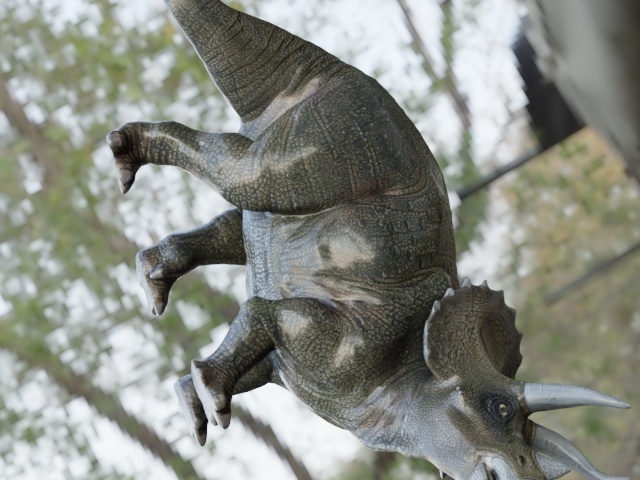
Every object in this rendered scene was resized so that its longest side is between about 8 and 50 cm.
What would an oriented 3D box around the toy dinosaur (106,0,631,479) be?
[{"bbox_3d":[0.000,0.000,0.863,0.160,0.313,0.121,-17,-22,-13],"label":"toy dinosaur"}]
